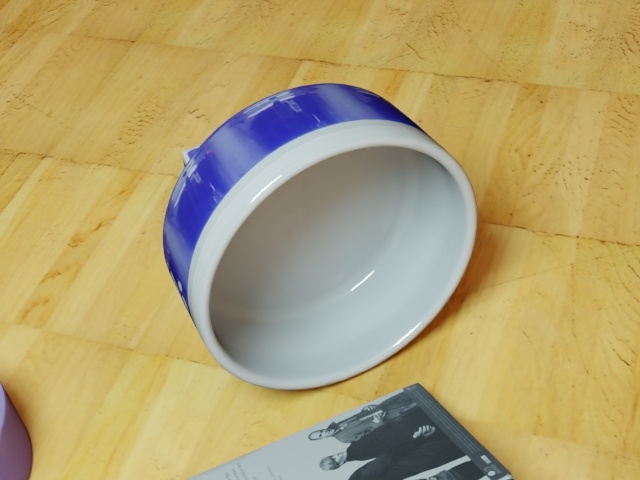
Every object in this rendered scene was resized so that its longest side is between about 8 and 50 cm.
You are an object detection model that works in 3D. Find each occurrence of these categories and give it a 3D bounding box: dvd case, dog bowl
[{"bbox_3d":[0.010,0.201,0.797,0.238,0.030,0.179,-22,21,-12],"label":"dvd case"},{"bbox_3d":[0.000,0.000,0.882,0.264,0.265,0.104,-23,43,-14],"label":"dog bowl"}]

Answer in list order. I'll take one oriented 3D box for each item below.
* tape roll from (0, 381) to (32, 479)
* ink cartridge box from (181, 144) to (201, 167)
[{"bbox_3d":[-0.358,0.190,0.880,0.189,0.080,0.189,-5,45,5],"label":"tape roll"},{"bbox_3d":[-0.026,-0.059,1.102,0.208,0.045,0.206,-20,45,-10],"label":"ink cartridge box"}]
